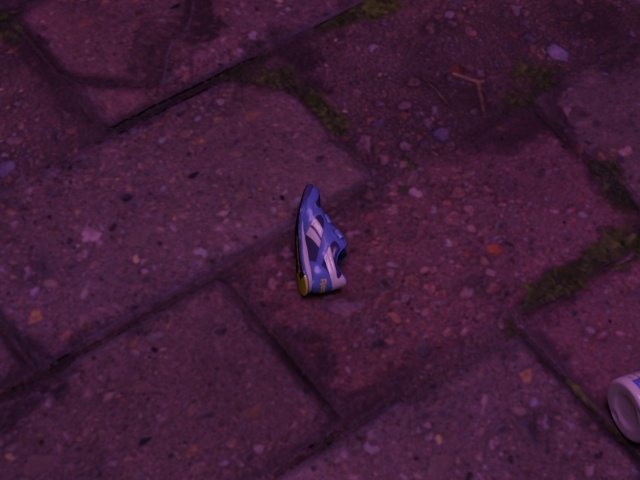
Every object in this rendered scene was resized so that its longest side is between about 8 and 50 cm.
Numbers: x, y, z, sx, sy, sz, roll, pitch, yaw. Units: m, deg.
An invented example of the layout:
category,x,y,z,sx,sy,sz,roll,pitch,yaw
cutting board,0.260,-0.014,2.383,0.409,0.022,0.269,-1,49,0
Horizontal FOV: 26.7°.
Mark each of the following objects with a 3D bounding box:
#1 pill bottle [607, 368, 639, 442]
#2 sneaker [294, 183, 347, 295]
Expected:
category,x,y,z,sx,sy,sz,roll,pitch,yaw
pill bottle,0.403,0.172,1.531,0.137,0.078,0.078,-18,60,-18
sneaker,0.000,0.000,1.615,0.059,0.053,0.144,-1,64,-7
